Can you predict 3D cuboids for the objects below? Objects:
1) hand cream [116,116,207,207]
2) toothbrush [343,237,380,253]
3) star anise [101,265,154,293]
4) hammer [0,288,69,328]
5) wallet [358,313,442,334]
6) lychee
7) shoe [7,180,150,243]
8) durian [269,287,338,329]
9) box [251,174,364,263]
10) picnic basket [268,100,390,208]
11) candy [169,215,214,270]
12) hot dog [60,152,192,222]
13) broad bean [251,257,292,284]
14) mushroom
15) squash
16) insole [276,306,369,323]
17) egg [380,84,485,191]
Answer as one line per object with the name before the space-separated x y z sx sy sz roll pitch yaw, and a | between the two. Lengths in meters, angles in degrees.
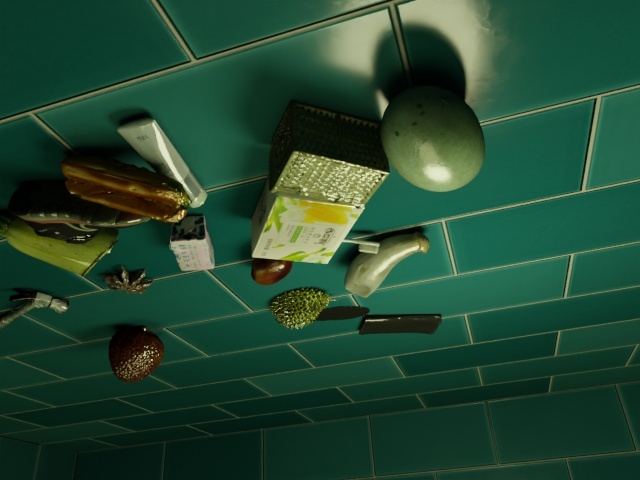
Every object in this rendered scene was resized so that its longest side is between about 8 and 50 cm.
hand cream | -0.308 -0.153 1.116 0.079 0.048 0.255 -15 145 10
toothbrush | 0.000 0.000 1.400 0.306 0.030 0.025 8 173 -7
star anise | -0.539 0.119 1.558 0.140 0.042 0.141 -2 151 -1
hammer | -0.954 0.242 1.723 0.426 0.044 0.152 -26 142 34
wallet | 0.283 0.301 1.969 0.285 0.030 0.146 -1 147 -7
lychee | -0.622 0.377 1.865 0.194 0.195 0.194 -3 150 -2
shoe | -0.508 -0.048 1.201 0.290 0.114 0.137 2 144 -4
durian | -0.065 0.220 1.732 0.220 0.096 0.137 -28 143 25
box | -0.037 -0.058 1.243 0.194 0.111 0.260 5 147 -16
picnic basket | 0.010 -0.152 1.066 0.196 0.134 0.154 9 144 -21
candy | -0.316 0.009 1.363 0.092 0.073 0.160 -5 149 -6
hot dog | -0.384 -0.103 1.104 0.268 0.072 0.115 17 127 3
broad bean | -0.130 0.070 1.477 0.114 0.085 0.165 -6 156 -5
mushroom | 0.165 0.056 1.471 0.118 0.103 0.270 20 137 -33
squash | -0.624 0.008 1.274 0.287 0.137 0.137 14 145 -25
insole | 0.008 0.255 1.882 0.321 0.007 0.109 -7 148 7
egg | 0.203 -0.181 0.997 0.169 0.169 0.236 -21 148 27
